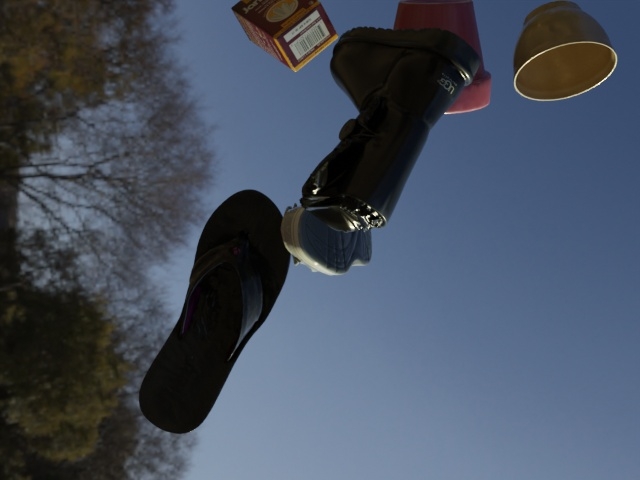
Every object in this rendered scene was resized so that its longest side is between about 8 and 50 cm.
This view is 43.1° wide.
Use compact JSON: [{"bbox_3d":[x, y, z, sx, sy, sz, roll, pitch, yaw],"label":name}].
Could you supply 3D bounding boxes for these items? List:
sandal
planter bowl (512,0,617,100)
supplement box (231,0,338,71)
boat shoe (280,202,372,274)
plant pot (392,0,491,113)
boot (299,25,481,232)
[{"bbox_3d":[-0.173,0.128,1.389,0.107,0.167,0.446,-162,-86,-88],"label":"sandal"},{"bbox_3d":[0.386,-0.317,1.316,0.162,0.162,0.109,133,-44,-58],"label":"planter bowl"},{"bbox_3d":[-0.067,-0.393,1.462,0.188,0.104,0.081,44,-8,46],"label":"supplement box"},{"bbox_3d":[0.000,-0.003,1.330,0.103,0.320,0.118,-4,-91,19],"label":"boat shoe"},{"bbox_3d":[0.201,-0.331,1.431,0.201,0.201,0.180,33,-50,57],"label":"plant pot"},{"bbox_3d":[0.038,-0.117,0.856,0.207,0.094,0.246,-57,-152,-6],"label":"boot"}]
